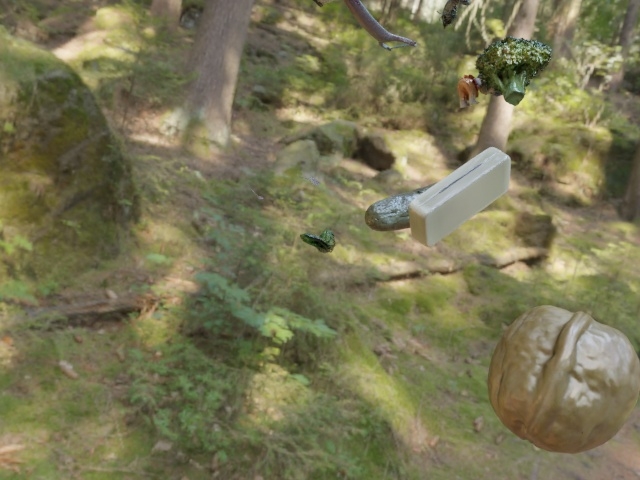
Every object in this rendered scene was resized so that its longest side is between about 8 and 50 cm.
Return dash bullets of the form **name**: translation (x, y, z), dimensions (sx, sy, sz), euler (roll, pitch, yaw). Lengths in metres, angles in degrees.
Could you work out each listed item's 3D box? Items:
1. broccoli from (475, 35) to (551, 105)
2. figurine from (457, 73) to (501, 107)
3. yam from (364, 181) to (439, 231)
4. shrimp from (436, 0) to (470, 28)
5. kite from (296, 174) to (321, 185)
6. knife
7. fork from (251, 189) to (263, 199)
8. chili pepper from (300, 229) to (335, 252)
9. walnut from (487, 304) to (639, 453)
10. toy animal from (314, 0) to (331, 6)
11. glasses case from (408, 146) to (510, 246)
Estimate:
- **broccoli**: translation (0.530, -0.448, 1.728), dimensions (0.194, 0.194, 0.219), euler (12, -30, -43)
- **figurine**: translation (0.492, -0.465, 1.865), dimensions (0.195, 0.102, 0.111), euler (-22, 12, -26)
- **yam**: translation (0.291, -0.104, 2.062), dimensions (0.330, 0.133, 0.133), euler (-14, 14, -24)
- **shrimp**: translation (0.438, -0.780, 2.127), dimensions (0.076, 0.082, 0.174), euler (20, -16, -9)
- **kite**: translation (-0.034, -0.186, 1.897), dimensions (0.078, 0.002, 0.044), euler (29, 31, -7)
- **knife**: translation (0.156, -0.618, 1.801), dimensions (0.278, 0.053, 0.123), euler (29, -17, -39)
- **fork**: translation (-0.190, -0.135, 1.877), dimensions (0.016, 0.012, 0.115), euler (26, -2, 11)
- **chili pepper**: translation (0.002, 0.005, 1.831), dimensions (0.073, 0.050, 0.182), euler (58, 15, 11)
- **walnut**: translation (0.616, 0.356, 1.624), dimensions (0.381, 0.381, 0.381), euler (14, 2, 0)
- **toy animal**: translation (0.094, -1.018, 2.359), dimensions (0.310, 0.183, 0.247), euler (-24, -42, 27)
- **glasses case**: translation (0.369, -0.116, 1.668), dimensions (0.070, 0.312, 0.131), euler (40, -23, 39)
